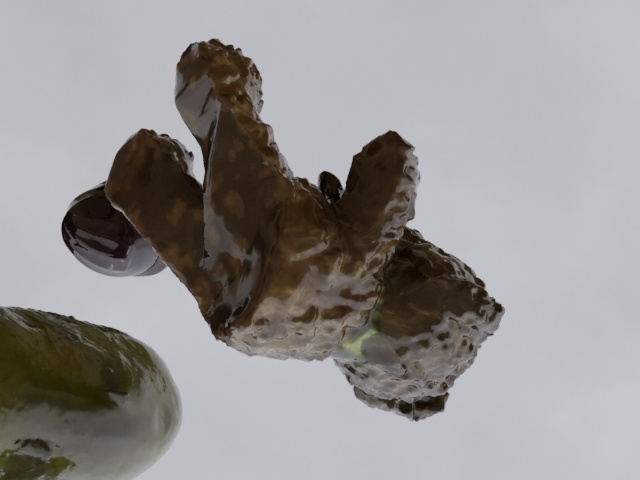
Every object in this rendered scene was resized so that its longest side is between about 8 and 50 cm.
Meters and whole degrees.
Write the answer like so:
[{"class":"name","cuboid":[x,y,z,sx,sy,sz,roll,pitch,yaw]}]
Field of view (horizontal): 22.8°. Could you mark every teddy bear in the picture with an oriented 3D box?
[{"class":"teddy bear","cuboid":[-0.003,-0.008,1.269,0.222,0.246,0.296,1,-130,-42]}]

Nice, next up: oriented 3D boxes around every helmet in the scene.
[{"class":"helmet","cuboid":[-0.222,-0.005,1.674,0.123,0.098,0.070,30,-147,25]}]

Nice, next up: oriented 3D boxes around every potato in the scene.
[{"class":"potato","cuboid":[-0.223,0.151,1.390,0.272,0.160,0.111,18,178,-42]}]
